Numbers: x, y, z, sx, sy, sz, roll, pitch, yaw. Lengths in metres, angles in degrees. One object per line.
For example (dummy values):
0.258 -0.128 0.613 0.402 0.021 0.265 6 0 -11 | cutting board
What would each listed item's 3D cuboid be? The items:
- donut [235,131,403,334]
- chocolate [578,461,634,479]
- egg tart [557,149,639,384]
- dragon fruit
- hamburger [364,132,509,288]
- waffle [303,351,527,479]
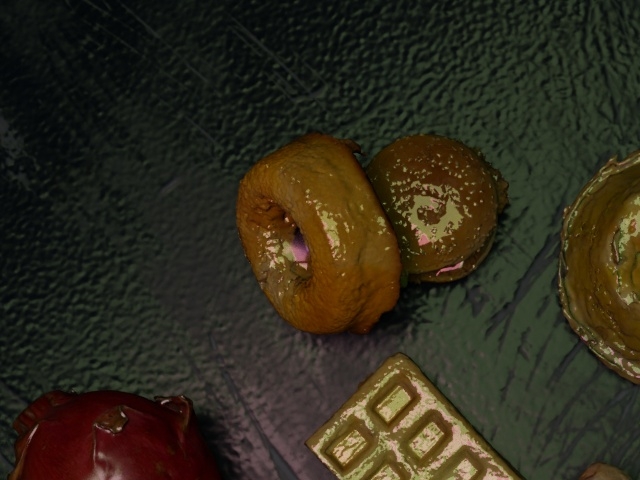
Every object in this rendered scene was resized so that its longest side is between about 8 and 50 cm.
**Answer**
-0.001 -0.003 1.841 0.118 0.253 0.253 -23 74 -31 | donut
0.294 0.407 1.769 0.134 0.134 0.309 20 85 11 | chocolate
0.430 0.027 1.824 0.315 0.120 0.315 -2 80 9 | egg tart
-0.230 0.294 1.818 0.250 0.250 0.315 -27 58 2 | dragon fruit
0.138 -0.040 1.882 0.191 0.118 0.181 -12 81 2 | hamburger
0.125 0.279 1.850 0.168 0.057 0.274 -44 76 -2 | waffle
